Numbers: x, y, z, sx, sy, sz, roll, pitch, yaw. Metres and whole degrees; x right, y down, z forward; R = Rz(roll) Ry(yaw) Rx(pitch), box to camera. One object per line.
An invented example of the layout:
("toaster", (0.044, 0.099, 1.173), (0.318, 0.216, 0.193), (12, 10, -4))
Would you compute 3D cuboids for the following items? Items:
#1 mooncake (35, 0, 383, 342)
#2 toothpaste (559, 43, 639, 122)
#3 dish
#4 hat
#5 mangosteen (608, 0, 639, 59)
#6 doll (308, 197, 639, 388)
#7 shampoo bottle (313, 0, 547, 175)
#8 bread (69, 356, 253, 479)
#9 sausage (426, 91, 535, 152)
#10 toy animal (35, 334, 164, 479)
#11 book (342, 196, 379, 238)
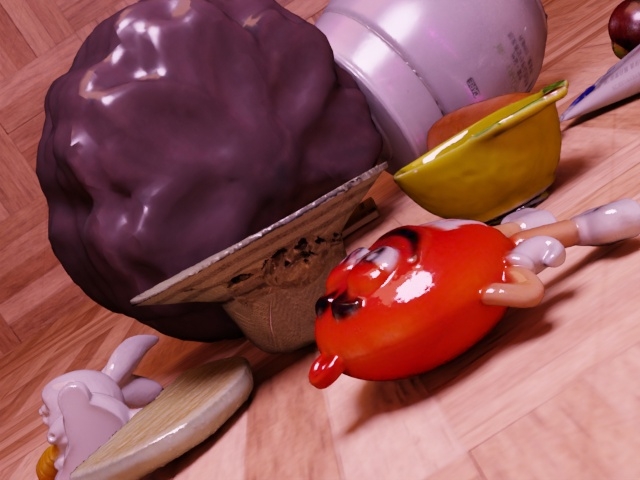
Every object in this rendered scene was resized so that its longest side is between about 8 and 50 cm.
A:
("mooncake", (-0.121, -0.090, 0.998), (0.212, 0.350, 0.381), (0, 57, 56))
("toothpaste", (0.346, -0.188, 0.838), (0.100, 0.066, 0.323), (-44, 8, -29))
("dish", (0.151, -0.064, 0.797), (0.149, 0.080, 0.207), (-35, 7, -33))
("hat", (-0.029, 0.038, 0.789), (0.252, 0.110, 0.252), (-29, 3, 1))
("mangosteen", (0.352, -0.226, 0.988), (0.081, 0.081, 0.081), (-33, 9, 6))
("doll", (0.077, 0.024, 0.587), (0.217, 0.085, 0.183), (-26, 8, -14))
("shampoo bottle", (0.129, -0.237, 1.181), (0.266, 0.273, 0.273), (-45, 11, -10))
("bread", (-0.105, 0.143, 0.744), (0.112, 0.036, 0.193), (-23, 9, 27))
("sausage", (0.181, -0.116, 0.990), (0.076, 0.076, 0.197), (-36, 11, -19))
("toy animal", (-0.204, 0.168, 0.861), (0.127, 0.131, 0.181), (-3, 11, -13))
("book", (0.000, 0.000, 1.204), (0.172, 0.012, 0.118), (-33, 10, 6))
